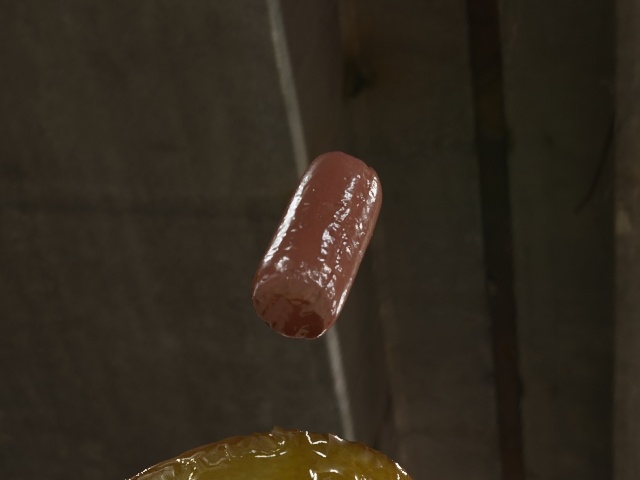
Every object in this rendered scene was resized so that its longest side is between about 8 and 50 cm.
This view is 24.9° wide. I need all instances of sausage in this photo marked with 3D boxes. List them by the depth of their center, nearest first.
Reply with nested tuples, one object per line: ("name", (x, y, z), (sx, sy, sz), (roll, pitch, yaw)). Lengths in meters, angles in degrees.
("sausage", (0.000, 0.000, 0.973), (0.062, 0.154, 0.062), (11, -47, 12))

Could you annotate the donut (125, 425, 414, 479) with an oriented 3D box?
("donut", (-0.038, 0.247, 0.879), (0.277, 0.108, 0.278), (-8, -50, -10))
